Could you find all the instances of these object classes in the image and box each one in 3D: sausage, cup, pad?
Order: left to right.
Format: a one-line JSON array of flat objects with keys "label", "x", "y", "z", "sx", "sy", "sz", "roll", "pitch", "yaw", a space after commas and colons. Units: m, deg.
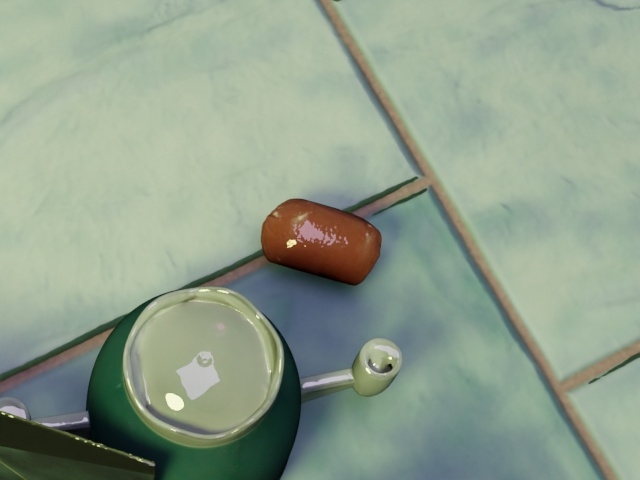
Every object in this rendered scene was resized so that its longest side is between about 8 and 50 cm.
[{"label": "pad", "x": -0.233, "y": 0.145, "z": 1.243, "sx": 0.243, "sy": 0.164, "sz": 0.004, "roll": 18, "pitch": 62, "yaw": 0}, {"label": "cup", "x": -0.088, "y": 0.110, "z": 1.270, "sx": 0.299, "sy": 0.173, "sz": 0.168, "roll": -9, "pitch": 72, "yaw": -11}, {"label": "sausage", "x": 0.000, "y": -0.001, "z": 1.382, "sx": 0.094, "sy": 0.059, "sz": 0.054, "roll": 16, "pitch": 92, "yaw": -4}]
